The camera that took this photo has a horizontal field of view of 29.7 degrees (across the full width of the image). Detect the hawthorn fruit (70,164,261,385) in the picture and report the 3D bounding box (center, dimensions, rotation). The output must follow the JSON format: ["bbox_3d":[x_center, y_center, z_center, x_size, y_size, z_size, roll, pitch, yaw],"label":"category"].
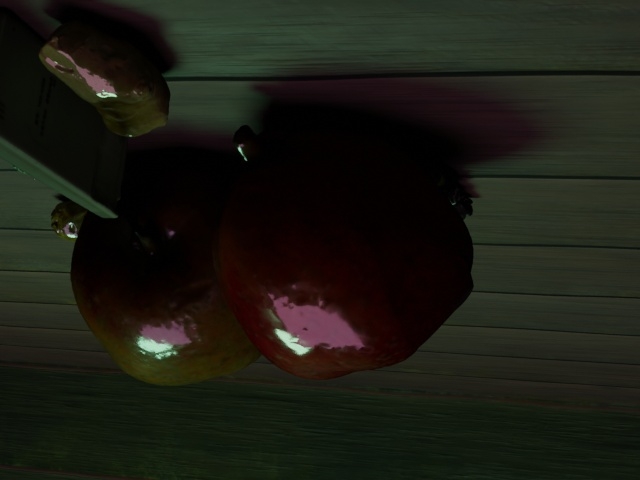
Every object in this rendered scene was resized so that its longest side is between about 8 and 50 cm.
[{"bbox_3d":[-0.170,0.031,1.463,0.268,0.268,0.301,6,162,5],"label":"hawthorn fruit"}]

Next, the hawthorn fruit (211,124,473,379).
[{"bbox_3d":[0.000,0.000,1.278,0.265,0.265,0.307,-8,138,44],"label":"hawthorn fruit"}]

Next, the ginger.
[{"bbox_3d":[-0.194,-0.150,1.126,0.095,0.069,0.190,-2,163,13],"label":"ginger"}]

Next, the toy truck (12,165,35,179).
[{"bbox_3d":[-0.336,-0.130,1.266,0.078,0.080,0.154,25,171,19],"label":"toy truck"}]

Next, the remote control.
[{"bbox_3d":[-0.263,-0.114,1.195,0.038,0.123,0.285,1,166,17],"label":"remote control"}]

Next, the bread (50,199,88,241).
[{"bbox_3d":[-0.322,-0.023,1.687,0.110,0.060,0.066,9,150,-10],"label":"bread"}]

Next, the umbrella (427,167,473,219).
[{"bbox_3d":[0.149,-0.052,1.399,0.040,0.037,0.144,16,172,22],"label":"umbrella"}]
